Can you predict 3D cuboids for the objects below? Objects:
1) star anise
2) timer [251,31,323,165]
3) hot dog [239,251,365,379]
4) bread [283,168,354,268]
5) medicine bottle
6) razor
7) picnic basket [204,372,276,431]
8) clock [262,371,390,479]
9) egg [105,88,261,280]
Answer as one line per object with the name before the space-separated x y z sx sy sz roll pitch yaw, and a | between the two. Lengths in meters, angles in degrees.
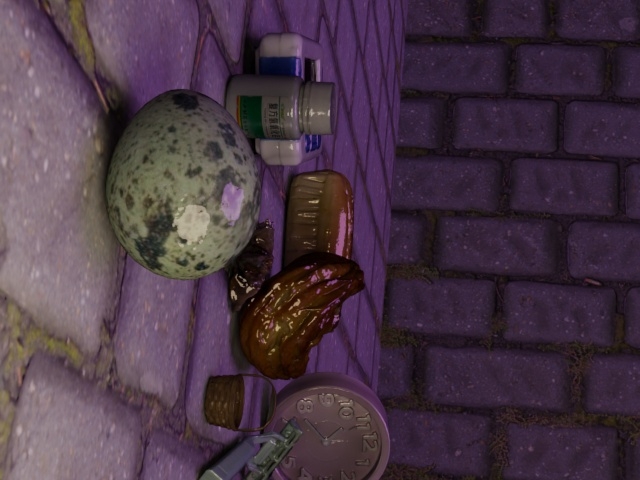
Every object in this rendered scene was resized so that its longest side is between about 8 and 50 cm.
star anise | -0.089 0.015 1.399 0.124 0.056 0.129 121 -20 -48
timer | -0.046 -0.199 1.525 0.253 0.078 0.178 -39 129 -80
hot dog | -0.029 0.096 1.527 0.196 0.122 0.272 -53 176 5
bread | 0.000 0.000 1.799 0.140 0.106 0.236 30 64 -83
medicine bottle | -0.047 -0.165 1.342 0.080 0.130 0.080 3 90 -81
razor | -0.105 0.288 1.408 0.111 0.056 0.278 -52 166 6
picnic basket | -0.094 0.197 1.312 0.072 0.083 0.072 2 90 -81
clock | 0.009 0.306 1.676 0.068 0.196 0.197 -88 179 -77
egg | -0.117 -0.050 0.926 0.132 0.132 0.172 70 14 -69
